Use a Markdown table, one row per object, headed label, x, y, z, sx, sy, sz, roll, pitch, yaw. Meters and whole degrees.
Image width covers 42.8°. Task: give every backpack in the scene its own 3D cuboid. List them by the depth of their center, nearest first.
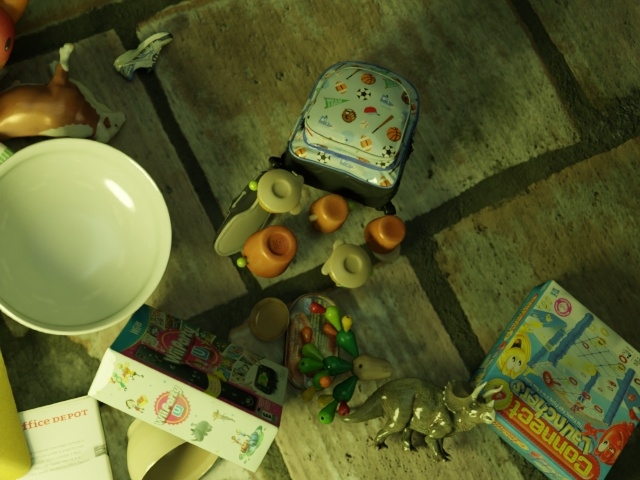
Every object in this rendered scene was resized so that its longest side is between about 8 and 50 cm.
| label | x | y | z | sx | sy | sz | roll | pitch | yaw |
| --- | --- | --- | --- | --- | --- | --- | --- | --- | --- |
| backpack | 0.072 | -0.229 | 1.625 | 0.276 | 0.213 | 0.263 | 22 | 61 | -3 |

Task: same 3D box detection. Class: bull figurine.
| label | x | y | z | sx | sy | sz | roll | pitch | yaw |
| --- | --- | --- | --- | --- | --- | --- | --- | --- | --- |
| bull figurine | -0.530 | -0.264 | 1.545 | 0.310 | 0.101 | 0.189 | -7 | 73 | -15 |

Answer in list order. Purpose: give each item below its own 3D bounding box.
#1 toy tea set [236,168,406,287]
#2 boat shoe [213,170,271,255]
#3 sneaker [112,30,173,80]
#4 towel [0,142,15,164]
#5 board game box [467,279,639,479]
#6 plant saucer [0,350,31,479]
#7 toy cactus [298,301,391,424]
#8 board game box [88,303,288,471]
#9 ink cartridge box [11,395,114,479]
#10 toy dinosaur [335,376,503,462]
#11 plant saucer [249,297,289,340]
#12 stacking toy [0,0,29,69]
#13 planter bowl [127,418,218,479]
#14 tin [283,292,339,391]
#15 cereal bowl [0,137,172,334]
| label | x | y | z | sx | sy | sz | roll | pitch | yaw |
| --- | --- | --- | --- | --- | --- | --- | --- | --- | --- |
| toy tea set | 0.000 | 0.000 | 1.593 | 0.336 | 0.124 | 0.200 | 18 | 70 | -15 |
| boat shoe | -0.146 | -0.056 | 1.608 | 0.065 | 0.075 | 0.206 | 26 | 71 | 41 |
| sneaker | -0.349 | -0.369 | 1.647 | 0.135 | 0.052 | 0.058 | -38 | 96 | -12 |
| towel | -0.599 | -0.044 | 1.467 | 0.324 | 0.038 | 0.248 | 36 | 70 | -15 |
| board game box | 0.482 | 0.293 | 1.628 | 0.308 | 0.086 | 0.302 | 40 | 70 | 0 |
| plant saucer | -0.678 | 0.276 | 1.322 | 0.332 | 0.081 | 0.333 | -20 | 78 | -1 |
| toy cactus | 0.048 | 0.227 | 1.513 | 0.180 | 0.112 | 0.219 | 8 | 65 | -21 |
| board game box | -0.215 | 0.244 | 1.408 | 0.303 | 0.224 | 0.098 | 25 | 105 | -5 |
| ink cartridge box | -0.437 | 0.391 | 1.387 | 0.160 | 0.092 | 0.220 | -11 | 77 | -14 |
| toy dinosaur | 0.184 | 0.323 | 1.536 | 0.313 | 0.121 | 0.160 | 6 | 85 | 24 |
| plant saucer | -0.095 | 0.151 | 1.558 | 0.083 | 0.015 | 0.084 | -6 | 73 | 20 |
| stacking toy | -0.655 | -0.294 | 1.367 | 0.350 | 0.350 | 0.480 | 2 | 82 | -12 |
| planter bowl | -0.268 | 0.355 | 1.416 | 0.162 | 0.162 | 0.109 | -30 | 56 | -19 |
| tin | -0.016 | 0.197 | 1.568 | 0.106 | 0.040 | 0.190 | 6 | 74 | -7 |
| cereal bowl | -0.441 | -0.002 | 1.431 | 0.338 | 0.141 | 0.339 | 4 | 81 | -27 |
